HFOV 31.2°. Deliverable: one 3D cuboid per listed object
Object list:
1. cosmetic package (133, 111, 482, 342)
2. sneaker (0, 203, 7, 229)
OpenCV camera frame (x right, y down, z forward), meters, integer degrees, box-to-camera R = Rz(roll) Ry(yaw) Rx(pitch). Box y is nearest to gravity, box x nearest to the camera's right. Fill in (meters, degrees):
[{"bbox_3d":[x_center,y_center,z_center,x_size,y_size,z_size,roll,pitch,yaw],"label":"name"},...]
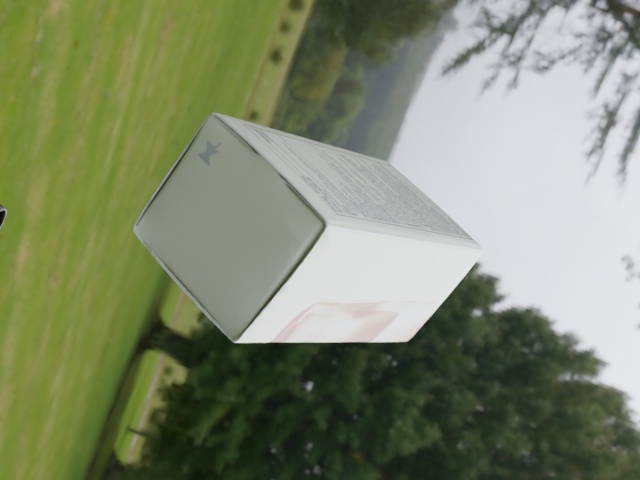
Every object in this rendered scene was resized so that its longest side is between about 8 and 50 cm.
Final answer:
[{"bbox_3d":[0.000,0.000,1.010,0.129,0.153,0.296,-52,152,16],"label":"cosmetic package"},{"bbox_3d":[-0.399,0.005,1.077,0.222,0.118,0.083,-44,175,22],"label":"sneaker"}]
